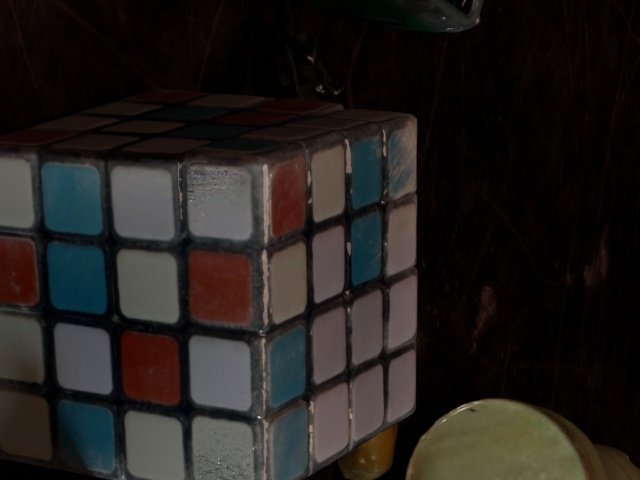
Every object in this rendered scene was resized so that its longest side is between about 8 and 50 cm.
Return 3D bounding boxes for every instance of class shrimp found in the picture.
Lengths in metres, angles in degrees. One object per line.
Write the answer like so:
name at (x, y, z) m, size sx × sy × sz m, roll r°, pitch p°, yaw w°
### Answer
shrimp at (0.000, 0.000, 1.645) m, size 0.272 × 0.085 × 0.445 m, roll 123°, pitch -44°, yaw -77°

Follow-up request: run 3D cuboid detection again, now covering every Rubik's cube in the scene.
Rubik's cube at (-0.087, 0.031, 1.391) m, size 0.259 × 0.253 × 0.256 m, roll -23°, pitch 116°, yaw -57°

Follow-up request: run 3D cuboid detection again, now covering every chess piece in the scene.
chess piece at (0.275, 0.318, 2.165) m, size 0.442 × 0.234 × 0.234 m, roll 21°, pitch 76°, yaw -65°

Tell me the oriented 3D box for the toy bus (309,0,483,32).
toy bus at (0.012, -0.309, 1.566) m, size 0.343 × 0.199 × 0.183 m, roll 24°, pitch 77°, yaw -60°

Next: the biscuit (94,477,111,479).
biscuit at (-0.175, 0.256, 1.426) m, size 0.325 × 0.044 × 0.217 m, roll -27°, pitch 142°, yaw -57°
